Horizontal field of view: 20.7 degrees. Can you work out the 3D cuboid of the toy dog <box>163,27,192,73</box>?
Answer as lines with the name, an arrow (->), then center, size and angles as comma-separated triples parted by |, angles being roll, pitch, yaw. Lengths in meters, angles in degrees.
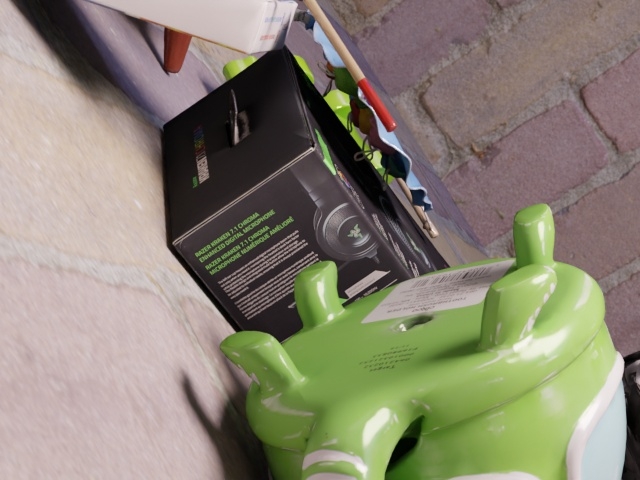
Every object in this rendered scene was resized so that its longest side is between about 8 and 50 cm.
toy dog -> -0.116, -0.244, 1.519 | 0.334, 0.220, 0.161 | 34, 62, -76

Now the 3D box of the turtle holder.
turtle holder -> 0.087, 0.132, 1.096 | 0.320, 0.243, 0.227 | -123, -165, -77

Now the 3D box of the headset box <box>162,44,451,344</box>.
headset box -> -0.002, 0.005, 1.389 | 0.283, 0.131, 0.246 | 52, 10, -23

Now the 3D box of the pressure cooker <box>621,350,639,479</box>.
pressure cooker -> 0.424, 0.326, 1.810 | 0.370, 0.375, 0.420 | 11, -27, 43

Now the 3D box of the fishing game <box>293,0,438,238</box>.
fishing game -> 0.028, -0.099, 1.377 | 0.189, 0.041, 0.264 | 59, 1, 17

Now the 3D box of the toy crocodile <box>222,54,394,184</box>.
toy crocodile -> -0.013, -0.106, 1.860 | 0.115, 0.105, 0.340 | 61, 15, 23

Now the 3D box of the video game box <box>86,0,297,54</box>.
video game box -> -0.130, -0.193, 1.328 | 0.205, 0.048, 0.187 | 19, 11, 4
